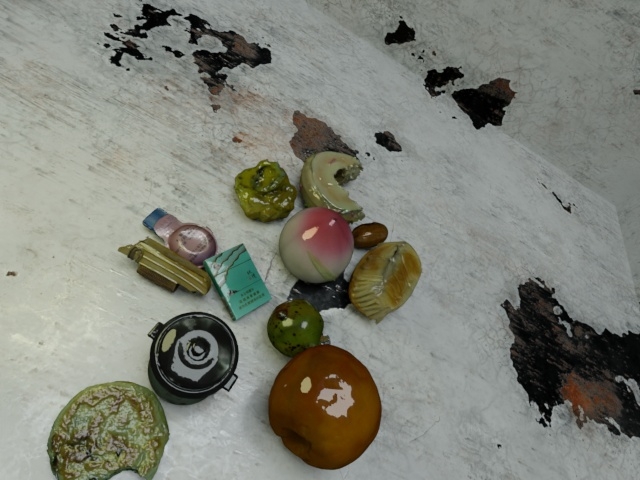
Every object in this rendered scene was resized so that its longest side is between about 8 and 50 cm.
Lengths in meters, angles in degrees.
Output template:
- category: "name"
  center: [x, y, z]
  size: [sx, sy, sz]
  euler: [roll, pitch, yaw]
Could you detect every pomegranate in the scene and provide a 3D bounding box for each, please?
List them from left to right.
- category: "pomegranate"
  center: [-0.062, 0.298, 1.406]
  size: [0.245, 0.198, 0.199]
  euler: [9, 56, -32]

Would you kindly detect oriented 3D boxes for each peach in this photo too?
- category: "peach"
  center: [0.022, 0.489, 1.242]
  size: [0.343, 0.343, 0.301]
  euler: [46, 48, 4]

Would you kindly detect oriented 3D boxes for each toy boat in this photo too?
- category: "toy boat"
  center: [-0.504, 0.095, 1.344]
  size: [0.310, 0.115, 0.089]
  euler: [33, 8, -10]

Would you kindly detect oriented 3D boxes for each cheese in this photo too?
- category: "cheese"
  center: [-0.480, -0.007, 1.442]
  size: [0.285, 0.074, 0.189]
  euler: [36, 50, -5]

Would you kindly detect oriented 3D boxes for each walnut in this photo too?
- category: "walnut"
  center: [0.209, -0.023, 1.812]
  size: [0.207, 0.116, 0.116]
  euler: [-17, 70, -27]

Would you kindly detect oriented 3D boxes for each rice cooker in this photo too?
- category: "rice cooker"
  center: [-0.369, 0.340, 1.185]
  size: [0.280, 0.227, 0.241]
  euler: [37, 50, -2]

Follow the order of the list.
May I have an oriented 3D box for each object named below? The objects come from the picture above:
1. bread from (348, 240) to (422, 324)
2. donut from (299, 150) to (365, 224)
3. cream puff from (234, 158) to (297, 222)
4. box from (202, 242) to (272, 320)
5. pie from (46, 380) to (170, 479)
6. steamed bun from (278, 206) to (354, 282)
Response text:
- category: "bread"
  center: [0.264, 0.150, 1.697]
  size: [0.388, 0.183, 0.236]
  euler: [-38, 102, -45]
- category: "donut"
  center: [0.047, -0.238, 1.826]
  size: [0.306, 0.150, 0.372]
  euler: [15, 55, -20]
- category: "cream puff"
  center: [-0.211, -0.207, 1.646]
  size: [0.281, 0.185, 0.282]
  euler: [16, 55, -24]
- category: "box"
  center: [-0.289, 0.142, 1.442]
  size: [0.161, 0.041, 0.229]
  euler: [-27, 89, -39]
- category: "pie"
  center: [-0.549, 0.516, 1.081]
  size: [0.302, 0.067, 0.303]
  euler: [13, 57, -20]
- category: "steamed bun"
  center: [0.000, 0.000, 1.563]
  size: [0.308, 0.309, 0.310]
  euler: [14, 55, -21]
